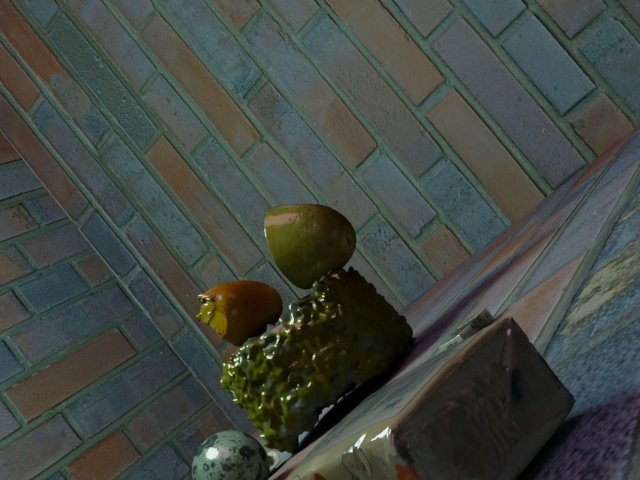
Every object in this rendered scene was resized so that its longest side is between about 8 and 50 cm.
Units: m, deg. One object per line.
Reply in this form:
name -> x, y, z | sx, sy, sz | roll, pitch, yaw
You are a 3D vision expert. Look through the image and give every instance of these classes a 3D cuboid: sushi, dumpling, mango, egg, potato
sushi -> -0.014, 0.246, 1.759 | 0.351, 0.240, 0.396 | -42, -8, 17
dumpling -> -0.104, 0.432, 1.629 | 0.059, 0.043, 0.077 | -23, -12, 30
mango -> -0.167, 0.159, 1.870 | 0.154, 0.126, 0.252 | -55, -25, 15
egg -> -0.151, 0.395, 1.465 | 0.132, 0.132, 0.172 | -37, 6, -26
potato -> 0.000, 0.000, 1.808 | 0.158, 0.204, 0.178 | -16, 23, 29

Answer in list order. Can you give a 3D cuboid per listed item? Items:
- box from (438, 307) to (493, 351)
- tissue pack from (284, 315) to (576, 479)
box -> 0.220, 0.139, 1.282 | 0.083, 0.024, 0.054 | -35, -7, -43
tissue pack -> 0.070, 0.153, 0.618 | 0.148, 0.092, 0.196 | -36, -7, -36
